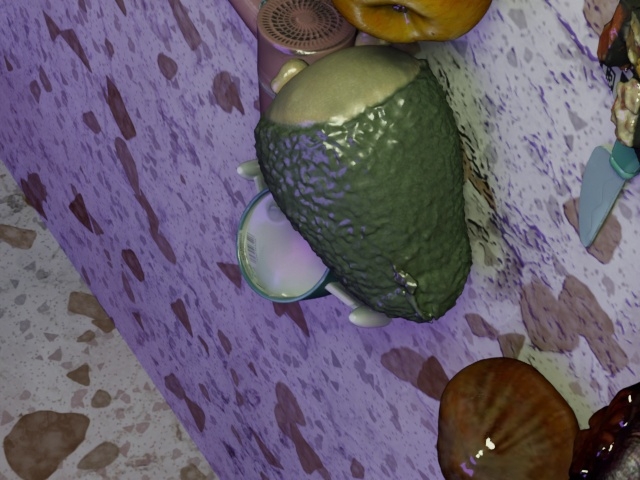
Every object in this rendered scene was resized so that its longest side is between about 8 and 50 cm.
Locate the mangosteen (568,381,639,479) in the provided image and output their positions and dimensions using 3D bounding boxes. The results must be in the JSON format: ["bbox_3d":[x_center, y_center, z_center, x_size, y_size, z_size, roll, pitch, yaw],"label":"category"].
[{"bbox_3d":[0.393,0.271,1.191,0.347,0.307,0.307,32,153,-2],"label":"mangosteen"}]

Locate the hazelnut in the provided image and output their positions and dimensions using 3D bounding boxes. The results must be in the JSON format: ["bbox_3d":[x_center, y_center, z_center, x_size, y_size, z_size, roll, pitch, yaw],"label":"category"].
[{"bbox_3d":[0.221,0.253,1.595,0.210,0.210,0.186,58,151,9],"label":"hazelnut"}]

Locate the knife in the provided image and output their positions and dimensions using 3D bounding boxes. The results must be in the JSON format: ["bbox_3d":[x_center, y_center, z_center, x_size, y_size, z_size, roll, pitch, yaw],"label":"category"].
[{"bbox_3d":[0.295,-0.071,1.315,0.063,0.034,0.260,59,159,19],"label":"knife"}]

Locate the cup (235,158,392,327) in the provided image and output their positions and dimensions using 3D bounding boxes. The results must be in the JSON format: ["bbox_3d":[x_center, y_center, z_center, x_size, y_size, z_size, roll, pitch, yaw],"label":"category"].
[{"bbox_3d":[0.000,0.000,1.765,0.167,0.173,0.300,-48,66,26],"label":"cup"}]

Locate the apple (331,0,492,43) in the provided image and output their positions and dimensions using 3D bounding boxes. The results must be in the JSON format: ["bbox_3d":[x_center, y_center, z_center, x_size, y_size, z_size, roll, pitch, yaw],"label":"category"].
[{"bbox_3d":[0.096,-0.294,1.289,0.195,0.173,0.160,26,154,-34],"label":"apple"}]

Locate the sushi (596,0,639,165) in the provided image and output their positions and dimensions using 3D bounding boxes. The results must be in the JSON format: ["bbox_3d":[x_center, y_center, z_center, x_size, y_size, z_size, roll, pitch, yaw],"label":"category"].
[{"bbox_3d":[0.283,-0.123,1.121,0.192,0.043,0.279,97,165,-53],"label":"sushi"}]

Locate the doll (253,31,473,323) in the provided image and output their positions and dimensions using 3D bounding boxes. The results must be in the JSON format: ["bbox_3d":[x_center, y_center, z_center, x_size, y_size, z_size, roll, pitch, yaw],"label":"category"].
[{"bbox_3d":[0.068,-0.068,1.549,0.247,0.247,0.349,17,138,58],"label":"doll"}]

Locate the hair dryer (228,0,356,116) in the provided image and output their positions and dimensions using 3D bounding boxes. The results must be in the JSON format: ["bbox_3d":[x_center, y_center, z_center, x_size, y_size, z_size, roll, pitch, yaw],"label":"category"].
[{"bbox_3d":[-0.068,-0.281,1.738,0.352,0.125,0.210,57,158,36],"label":"hair dryer"}]
